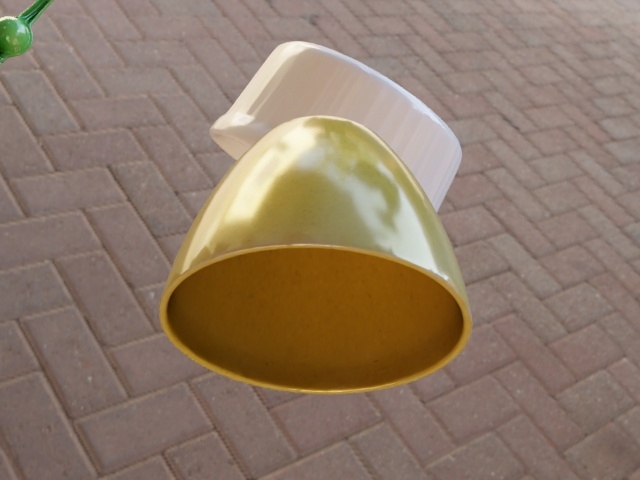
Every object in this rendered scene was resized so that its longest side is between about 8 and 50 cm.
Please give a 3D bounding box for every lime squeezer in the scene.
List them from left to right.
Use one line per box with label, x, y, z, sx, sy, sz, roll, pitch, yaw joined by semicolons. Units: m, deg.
lime squeezer;-0.411;-0.275;1.065;0.058;0.110;0.310;20;33;7

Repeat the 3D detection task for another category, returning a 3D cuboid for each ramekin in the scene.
ramekin;0.025;-0.104;0.950;0.277;0.135;0.277;31;-3;2

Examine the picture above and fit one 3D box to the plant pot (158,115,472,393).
plant pot;0.000;0.000;0.385;0.134;0.134;0.095;12;55;-12
